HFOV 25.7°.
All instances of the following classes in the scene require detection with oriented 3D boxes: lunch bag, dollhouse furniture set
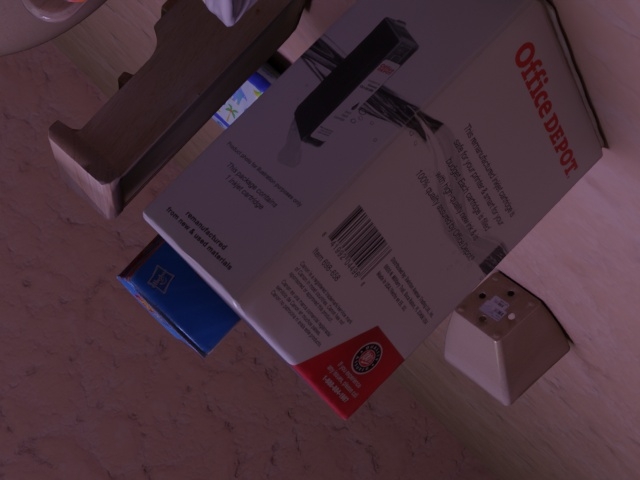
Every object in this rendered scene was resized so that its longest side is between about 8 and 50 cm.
[{"bbox_3d":[-0.090,-0.175,1.608,0.129,0.096,0.151,42,167,16],"label":"lunch bag"},{"bbox_3d":[-0.241,-0.250,1.223,0.394,0.256,0.362,42,169,0],"label":"dollhouse furniture set"}]

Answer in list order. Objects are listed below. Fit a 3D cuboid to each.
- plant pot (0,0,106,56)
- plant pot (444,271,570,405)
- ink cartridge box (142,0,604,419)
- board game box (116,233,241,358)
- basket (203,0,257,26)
[{"bbox_3d":[-0.432,-0.342,1.786,0.284,0.191,0.284,42,-171,-8],"label":"plant pot"},{"bbox_3d":[0.209,0.102,1.619,0.109,0.109,0.096,37,158,36],"label":"plant pot"},{"bbox_3d":[0.046,-0.040,0.957,0.114,0.273,0.197,42,174,36],"label":"ink cartridge box"},{"bbox_3d":[-0.036,-0.047,1.201,0.086,0.308,0.302,44,172,-6],"label":"board game box"},{"bbox_3d":[-0.062,-0.240,0.988,0.103,0.113,0.167,44,173,1],"label":"basket"}]
